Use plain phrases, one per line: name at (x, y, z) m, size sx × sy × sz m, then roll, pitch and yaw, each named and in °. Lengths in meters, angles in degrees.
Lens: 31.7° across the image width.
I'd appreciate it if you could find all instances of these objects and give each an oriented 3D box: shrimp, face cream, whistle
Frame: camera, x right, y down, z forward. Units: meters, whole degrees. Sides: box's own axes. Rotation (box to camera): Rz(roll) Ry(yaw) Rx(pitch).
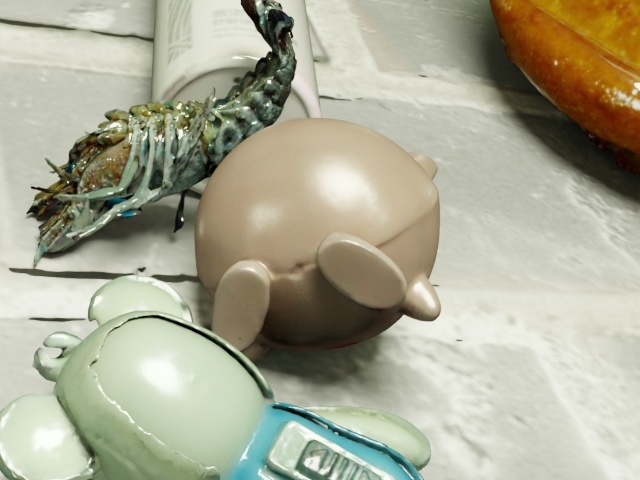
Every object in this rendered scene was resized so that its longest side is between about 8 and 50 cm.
shrimp at (-0.073, -0.046, 0.567) m, size 0.076 × 0.174 × 0.082 m, roll 49°, pitch 7°, yaw -24°
face cream at (-0.060, -0.164, 0.751) m, size 0.102 × 0.102 × 0.345 m, roll 10°, pitch 37°, yaw -15°
whistle at (-0.010, 0.101, 0.445) m, size 0.235 × 0.077 × 0.114 m, roll 29°, pitch 44°, yaw 2°

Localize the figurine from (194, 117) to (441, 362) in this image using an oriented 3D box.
figurine at (0.000, 0.000, 0.551) m, size 0.125 × 0.125 × 0.138 m, roll 21°, pitch 21°, yaw 0°

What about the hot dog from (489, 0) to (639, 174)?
hot dog at (0.268, -0.153, 0.803) m, size 0.405 × 0.223 × 0.185 m, roll 42°, pitch 9°, yaw 30°
